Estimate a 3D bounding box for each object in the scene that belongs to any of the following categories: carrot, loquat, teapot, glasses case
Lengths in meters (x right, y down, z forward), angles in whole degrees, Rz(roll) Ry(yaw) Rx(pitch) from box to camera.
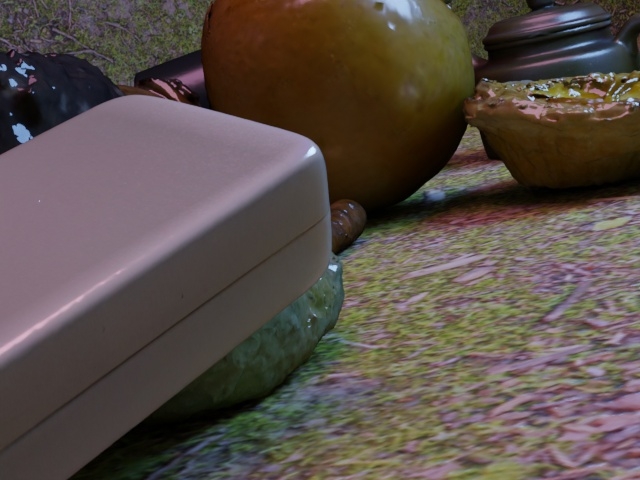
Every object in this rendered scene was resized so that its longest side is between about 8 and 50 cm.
[{"bbox_3d":[0.001,-0.001,0.992,0.036,0.035,0.165,-9,11,20],"label":"carrot"},{"bbox_3d":[0.007,-0.147,1.168,0.263,0.263,0.263,-12,9,2],"label":"loquat"},{"bbox_3d":[0.262,-0.191,1.404,0.268,0.175,0.186,-6,13,35],"label":"teapot"},{"bbox_3d":[-0.132,0.035,0.522,0.131,0.070,0.313,17,36,32],"label":"glasses case"}]

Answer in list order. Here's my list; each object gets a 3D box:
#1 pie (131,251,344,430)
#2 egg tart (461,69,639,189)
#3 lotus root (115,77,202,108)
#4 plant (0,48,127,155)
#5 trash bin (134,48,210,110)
[{"bbox_3d":[-0.141,0.054,0.726,0.323,0.070,0.323,-13,7,2],"label":"pie"},{"bbox_3d":[0.230,-0.095,1.100,0.232,0.098,0.252,-7,11,-9],"label":"egg tart"},{"bbox_3d":[-0.252,-0.062,1.288,0.310,0.182,0.183,-8,9,22],"label":"lotus root"},{"bbox_3d":[-0.286,-0.041,1.039,0.213,0.215,0.312,-13,3,19],"label":"plant"},{"bbox_3d":[-0.021,-0.152,1.448,0.334,0.214,0.214,-20,8,3],"label":"trash bin"}]
